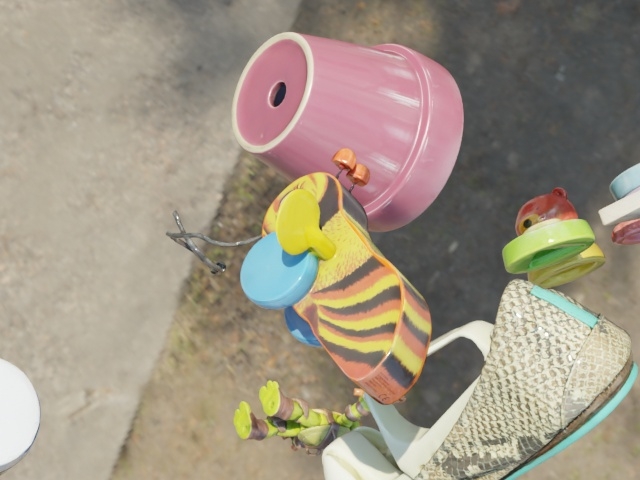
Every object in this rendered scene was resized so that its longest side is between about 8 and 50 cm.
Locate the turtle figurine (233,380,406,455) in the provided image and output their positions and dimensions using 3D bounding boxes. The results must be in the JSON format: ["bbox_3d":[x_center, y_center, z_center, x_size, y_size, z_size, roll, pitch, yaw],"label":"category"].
[{"bbox_3d":[-0.018,0.280,1.979,0.217,0.087,0.269,16,150,-36],"label":"turtle figurine"}]

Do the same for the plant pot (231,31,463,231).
[{"bbox_3d":[0.016,-0.126,1.372,0.180,0.201,0.201,20,103,-37],"label":"plant pot"}]

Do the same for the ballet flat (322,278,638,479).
[{"bbox_3d":[0.108,0.206,1.280,0.483,0.182,0.164,-57,174,38],"label":"ballet flat"}]

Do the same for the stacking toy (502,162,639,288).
[{"bbox_3d":[0.388,-0.053,1.890,0.309,0.130,0.279,-26,161,26],"label":"stacking toy"}]

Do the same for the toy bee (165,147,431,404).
[{"bbox_3d":[0.000,0.000,1.135,0.162,0.298,0.195,-51,158,-4],"label":"toy bee"}]

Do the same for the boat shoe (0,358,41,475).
[{"bbox_3d":[-0.339,0.095,0.874,0.301,0.108,0.102,17,150,-17],"label":"boat shoe"}]
